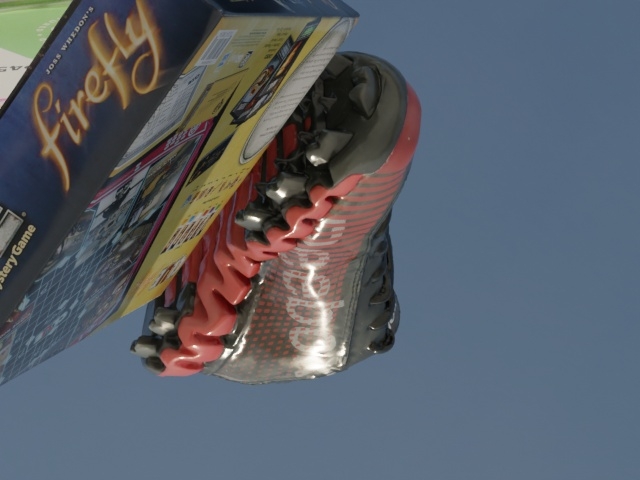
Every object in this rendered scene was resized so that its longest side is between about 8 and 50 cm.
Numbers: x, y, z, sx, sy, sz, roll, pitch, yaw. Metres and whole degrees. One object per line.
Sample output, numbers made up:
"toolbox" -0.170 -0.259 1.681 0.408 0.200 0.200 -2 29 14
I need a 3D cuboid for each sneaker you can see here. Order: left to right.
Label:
"sneaker" 0.000 0.000 0.825 0.135 0.276 0.097 17 -127 -18

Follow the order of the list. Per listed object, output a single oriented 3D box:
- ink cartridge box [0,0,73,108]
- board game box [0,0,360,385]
"ink cartridge box" -0.190 -0.122 0.850 0.207 0.353 0.119 -7 -98 -7
"board game box" -0.068 -0.032 0.584 0.042 0.243 0.165 38 -77 4
